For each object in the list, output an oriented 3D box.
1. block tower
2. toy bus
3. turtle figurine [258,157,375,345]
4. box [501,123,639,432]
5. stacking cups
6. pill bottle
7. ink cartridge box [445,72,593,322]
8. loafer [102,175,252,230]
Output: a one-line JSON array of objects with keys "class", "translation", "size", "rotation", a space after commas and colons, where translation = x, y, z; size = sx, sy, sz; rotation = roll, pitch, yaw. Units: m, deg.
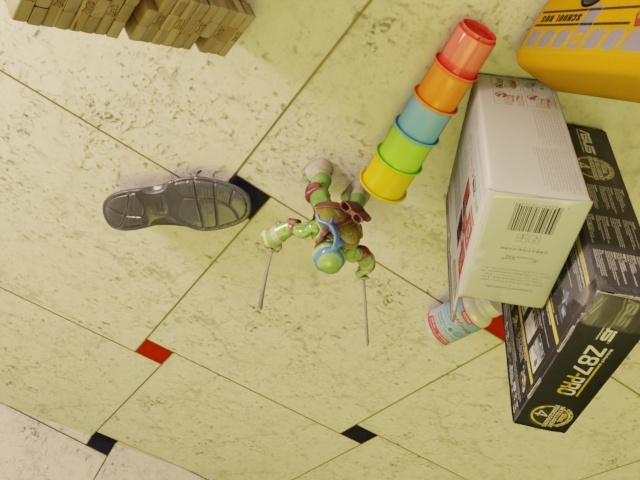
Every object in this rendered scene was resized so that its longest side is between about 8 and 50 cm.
[{"class": "block tower", "translation": [-0.251, -0.329, 0.757], "size": [0.335, 0.091, 0.097], "rotation": [-8, 156, -50]}, {"class": "toy bus", "translation": [0.385, -0.242, 0.684], "size": [0.108, 0.332, 0.130], "rotation": [28, 101, -20]}, {"class": "turtle figurine", "translation": [0.000, 0.000, 1.023], "size": [0.198, 0.266, 0.274], "rotation": [2, 133, 10]}, {"class": "box", "translation": [0.380, 0.049, 0.910], "size": [0.097, 0.395, 0.318], "rotation": [9, 133, 4]}, {"class": "stacking cups", "translation": [0.165, -0.203, 0.923], "size": [0.096, 0.096, 0.316], "rotation": [20, 132, -8]}, {"class": "pill bottle", "translation": [0.314, 0.162, 1.240], "size": [0.087, 0.087, 0.160], "rotation": [37, 128, -22]}, {"class": "ink cartridge box", "translation": [0.281, -0.061, 0.883], "size": [0.130, 0.309, 0.271], "rotation": [7, 135, 4]}, {"class": "loafer", "translation": [-0.280, -0.076, 1.147], "size": [0.303, 0.095, 0.109], "rotation": [-3, 102, 8]}]
